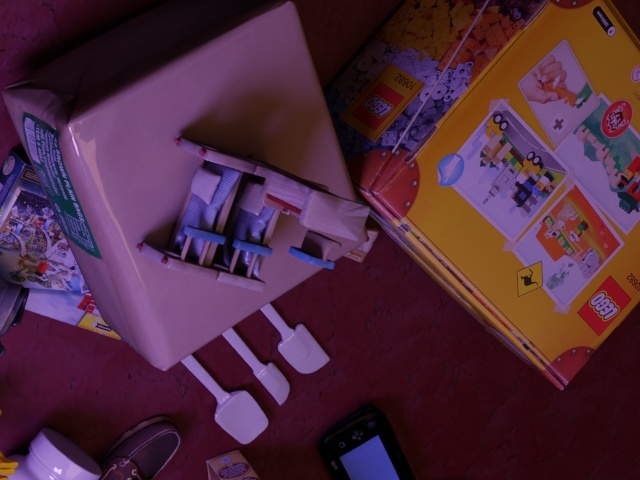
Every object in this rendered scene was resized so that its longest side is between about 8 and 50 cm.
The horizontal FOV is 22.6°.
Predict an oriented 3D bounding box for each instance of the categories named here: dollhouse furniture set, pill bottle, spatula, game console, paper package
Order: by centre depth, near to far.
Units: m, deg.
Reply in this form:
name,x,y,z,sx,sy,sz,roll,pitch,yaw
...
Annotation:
name,x,y,z,sx,sy,sz,roll,pitch,yaw
dollhouse furniture set,-0.071,-0.012,1.608,0.129,0.184,0.129,15,97,-38
paper package,-0.140,-0.077,1.761,0.309,0.168,0.324,-33,124,-24
pill bottle,-0.362,0.335,1.913,0.216,0.121,0.121,-52,131,1
spatula,-0.100,0.144,2.051,0.168,0.019,0.242,-43,131,-6
game console,0.082,0.383,2.291,0.213,0.044,0.361,-35,129,-13

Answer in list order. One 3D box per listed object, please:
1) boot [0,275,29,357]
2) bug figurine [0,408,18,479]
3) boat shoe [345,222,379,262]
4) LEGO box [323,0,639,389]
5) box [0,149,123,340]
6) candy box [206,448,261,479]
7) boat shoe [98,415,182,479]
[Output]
name,x,y,z,sx,sy,sz,roll,pitch,yaw
boot,-0.436,0.113,1.714,0.161,0.083,0.246,39,89,-4
bug figurine,-0.494,0.256,1.787,0.279,0.072,0.216,7,133,-38
boat shoe,0.000,0.000,2.008,0.170,0.063,0.059,8,104,-37
LEGO box,0.262,-0.099,2.042,0.372,0.193,0.500,-48,131,-2
box,-0.287,0.010,1.832,0.233,0.044,0.159,23,100,-40
candy box,-0.086,0.368,2.073,0.053,0.187,0.109,-18,125,-22
boat shoe,-0.252,0.307,2.005,0.207,0.073,0.073,-41,127,-10
